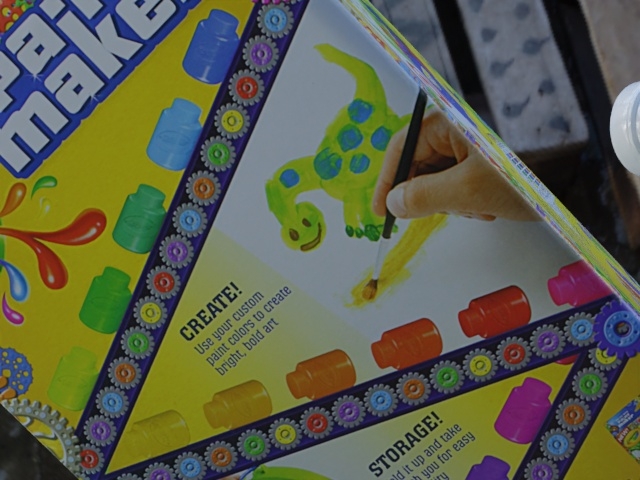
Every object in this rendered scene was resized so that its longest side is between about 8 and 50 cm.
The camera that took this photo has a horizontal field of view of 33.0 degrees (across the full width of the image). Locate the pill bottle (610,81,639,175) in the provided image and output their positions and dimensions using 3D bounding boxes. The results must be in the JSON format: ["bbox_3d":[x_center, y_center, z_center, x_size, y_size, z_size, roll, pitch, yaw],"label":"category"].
[{"bbox_3d":[0.295,-0.088,0.750,0.103,0.184,0.103,1,89,-31],"label":"pill bottle"}]

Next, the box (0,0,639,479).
[{"bbox_3d":[0.000,0.000,0.479,0.177,0.290,0.279,-43,95,11],"label":"box"}]
